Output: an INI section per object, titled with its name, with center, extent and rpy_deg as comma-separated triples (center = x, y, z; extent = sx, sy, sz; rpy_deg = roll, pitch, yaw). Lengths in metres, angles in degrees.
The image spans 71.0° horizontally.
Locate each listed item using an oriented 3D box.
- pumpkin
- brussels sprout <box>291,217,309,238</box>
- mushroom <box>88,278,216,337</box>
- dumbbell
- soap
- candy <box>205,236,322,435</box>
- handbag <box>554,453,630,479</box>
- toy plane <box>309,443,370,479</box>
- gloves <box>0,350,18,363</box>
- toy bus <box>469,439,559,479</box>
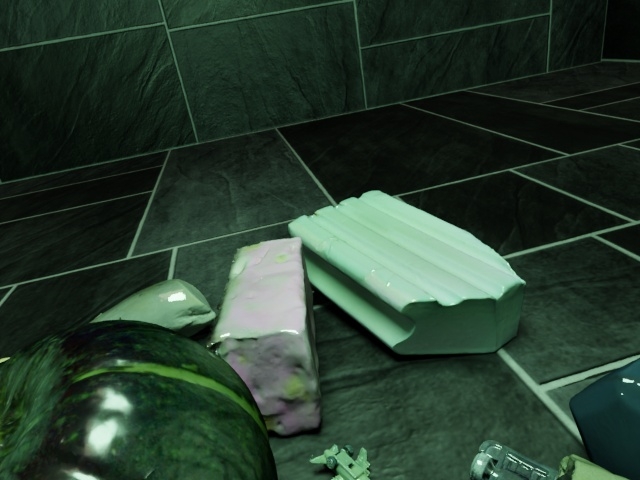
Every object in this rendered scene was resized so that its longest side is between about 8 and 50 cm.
[pumpkin]
center = -0.187, 0.217, 0.349
extent = 0.322, 0.242, 0.323
rpy_deg = -19, 32, 12
[brussels sprout]
center = -0.001, -0.003, 0.923
extent = 0.138, 0.101, 0.181
rpy_deg = -11, 38, 38
[mushroom]
center = -0.310, 0.150, 0.716
extent = 0.270, 0.103, 0.118
rpy_deg = -29, 26, -16
[dumbbell]
center = 0.403, 0.137, 0.419
extent = 0.324, 0.144, 0.160
rpy_deg = -21, 29, -20
[soap]
center = 0.126, 0.044, 0.700
extent = 0.208, 0.115, 0.346
rpy_deg = -23, 35, -28
[candy]
center = -0.066, 0.116, 0.618
extent = 0.115, 0.156, 0.265
rpy_deg = -11, 25, 1
[handbag]
center = 0.214, 0.283, 0.201
extent = 0.253, 0.109, 0.316
rpy_deg = 22, 41, 22
[toy plane]
center = 0.029, 0.240, 0.466
extent = 0.080, 0.033, 0.083
rpy_deg = -12, 21, -41
[gloves]
center = -0.307, 0.177, 0.577
extent = 0.203, 0.165, 0.124
rpy_deg = 25, 12, 18
[toy bus]
center = 0.133, 0.251, 0.352
extent = 0.079, 0.077, 0.174
rpy_deg = 18, 38, 36
